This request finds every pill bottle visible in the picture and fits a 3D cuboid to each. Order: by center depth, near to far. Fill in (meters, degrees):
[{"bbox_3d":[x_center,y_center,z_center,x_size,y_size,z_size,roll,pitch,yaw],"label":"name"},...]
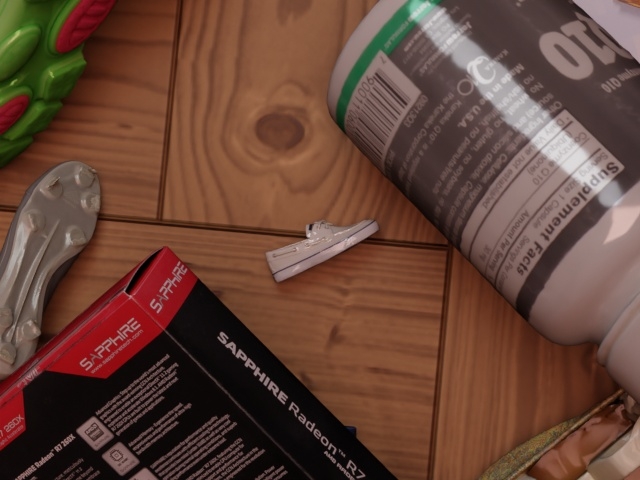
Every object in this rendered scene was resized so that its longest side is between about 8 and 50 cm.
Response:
[{"bbox_3d":[0.192,-0.050,1.525,0.204,0.204,0.361,-44,73,1],"label":"pill bottle"}]

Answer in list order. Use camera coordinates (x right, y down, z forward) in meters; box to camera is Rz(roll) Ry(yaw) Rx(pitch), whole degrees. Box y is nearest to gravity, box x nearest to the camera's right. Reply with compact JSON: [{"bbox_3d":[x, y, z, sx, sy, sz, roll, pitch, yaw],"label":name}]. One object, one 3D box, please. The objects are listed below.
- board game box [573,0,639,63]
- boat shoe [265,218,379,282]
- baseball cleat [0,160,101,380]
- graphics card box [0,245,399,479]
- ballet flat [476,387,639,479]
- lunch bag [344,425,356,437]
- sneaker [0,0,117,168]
[{"bbox_3d":[0.358,-0.226,1.626,0.318,0.066,0.318,-37,85,1],"label":"board game box"},{"bbox_3d":[0.000,0.000,1.654,0.100,0.035,0.035,-26,89,8],"label":"boat shoe"},{"bbox_3d":[-0.255,0.025,1.648,0.072,0.109,0.206,37,59,-24],"label":"baseball cleat"},{"bbox_3d":[-0.081,0.208,1.534,0.371,0.094,0.233,46,119,-8],"label":"graphics card box"},{"bbox_3d":[0.221,0.197,1.593,0.348,0.123,0.123,-39,86,1],"label":"ballet flat"},{"bbox_3d":[-0.013,0.183,1.618,0.067,0.098,0.065,1,84,34],"label":"lunch bag"},{"bbox_3d":[-0.289,-0.207,1.589,0.483,0.185,0.202,-48,65,18],"label":"sneaker"}]
